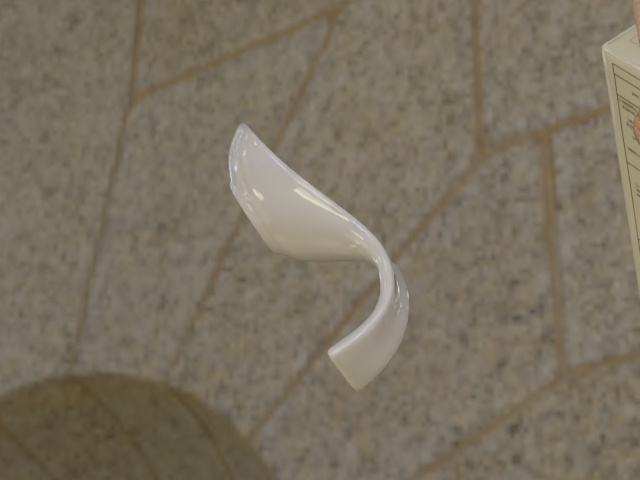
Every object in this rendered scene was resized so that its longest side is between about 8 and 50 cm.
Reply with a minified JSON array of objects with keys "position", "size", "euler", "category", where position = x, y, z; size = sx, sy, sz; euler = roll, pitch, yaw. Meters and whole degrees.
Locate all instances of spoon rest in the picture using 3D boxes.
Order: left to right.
[{"position":[0.000,0.000,1.354],"size":[0.084,0.276,0.137],"euler":[-33,-44,2],"category":"spoon rest"}]

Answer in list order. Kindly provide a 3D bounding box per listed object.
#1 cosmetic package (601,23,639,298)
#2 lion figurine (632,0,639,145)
[{"position":[0.303,-0.019,1.140],"size":[0.129,0.153,0.296],"euler":[-32,-47,-17],"category":"cosmetic package"},{"position":[0.198,-0.236,0.867],"size":[0.142,0.392,0.240],"euler":[-13,-29,3],"category":"lion figurine"}]
